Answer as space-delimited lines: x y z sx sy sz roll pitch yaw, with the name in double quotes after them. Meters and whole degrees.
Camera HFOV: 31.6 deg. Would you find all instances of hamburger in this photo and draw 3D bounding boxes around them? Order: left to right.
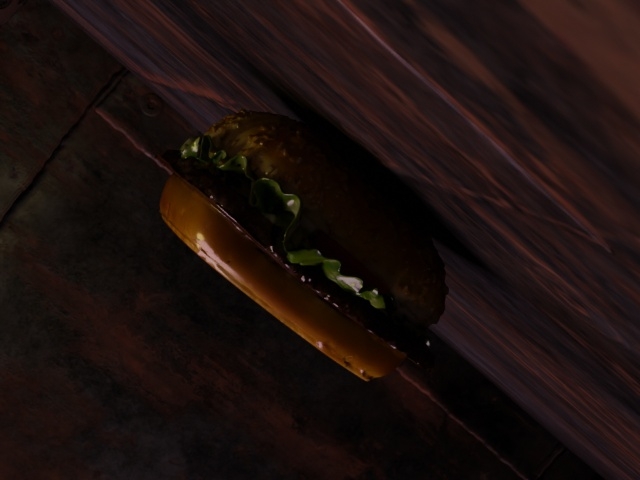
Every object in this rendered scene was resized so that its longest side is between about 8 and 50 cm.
0.000 0.000 0.578 0.166 0.087 0.137 40 179 -27 "hamburger"

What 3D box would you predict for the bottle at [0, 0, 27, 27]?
-0.235 -0.154 0.687 0.099 0.152 0.099 42 180 0 "bottle"
